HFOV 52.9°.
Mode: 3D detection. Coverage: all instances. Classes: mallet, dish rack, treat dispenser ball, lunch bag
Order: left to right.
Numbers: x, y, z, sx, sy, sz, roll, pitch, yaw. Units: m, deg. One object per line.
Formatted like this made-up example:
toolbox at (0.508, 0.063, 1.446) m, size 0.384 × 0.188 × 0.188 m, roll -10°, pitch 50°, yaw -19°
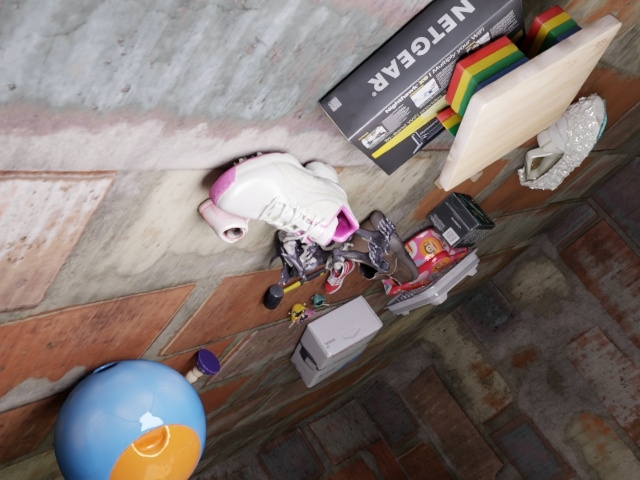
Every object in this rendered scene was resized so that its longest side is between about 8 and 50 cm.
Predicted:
treat dispenser ball at (-0.372, 0.380, 1.273) m, size 0.288 × 0.288 × 0.288 m, roll -31°, pitch 161°, yaw -12°
mallet at (-0.056, 0.102, 1.548) m, size 0.190 × 0.039 × 0.062 m, roll -30°, pitch 159°, yaw -31°
lunch bag at (0.294, 0.070, 1.947) m, size 0.258 × 0.120 × 0.293 m, roll -39°, pitch 164°, yaw 26°
dish rack at (0.385, 0.154, 2.187) m, size 0.286 × 0.072 × 0.333 m, roll -36°, pitch -179°, yaw -28°

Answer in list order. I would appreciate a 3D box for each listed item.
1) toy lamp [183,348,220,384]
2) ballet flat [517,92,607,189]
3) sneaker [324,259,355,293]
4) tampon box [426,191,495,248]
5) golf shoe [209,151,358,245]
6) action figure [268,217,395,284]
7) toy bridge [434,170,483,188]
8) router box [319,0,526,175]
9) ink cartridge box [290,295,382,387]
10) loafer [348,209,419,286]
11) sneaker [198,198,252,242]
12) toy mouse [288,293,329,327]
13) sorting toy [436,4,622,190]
toy lamp at (-0.368, 0.383, 1.612) m, size 0.275 × 0.080 × 0.080 m, roll -41°, pitch 161°, yaw 18°
ballet flat at (0.647, -0.247, 1.771) m, size 0.147 × 0.147 × 0.409 m, roll -31°, pitch 160°, yaw -13°
sneaker at (0.036, 0.096, 1.667) m, size 0.118 × 0.042 × 0.067 m, roll -53°, pitch 159°, yaw 25°
tampon box at (0.393, -0.054, 1.794) m, size 0.101 × 0.120 × 0.161 m, roll -44°, pitch 159°, yaw 23°
golf shoe at (-0.041, -0.059, 1.019) m, size 0.115 × 0.140 × 0.306 m, roll -44°, pitch 158°, yaw 29°
action figure at (0.000, 0.000, 1.225) m, size 0.276 × 0.140 × 0.164 m, roll -3°, pitch -143°, yaw 32°
toy bridge at (0.358, -0.168, 1.608) m, size 0.188 × 0.026 × 0.063 m, roll -15°, pitch 151°, yaw -47°
router box at (0.173, -0.250, 1.008) m, size 0.309 × 0.081 × 0.243 m, roll -39°, pitch 162°, yaw 11°
ink cartridge box at (0.046, 0.339, 2.133) m, size 0.223 × 0.129 × 0.307 m, roll -25°, pitch 159°, yaw -26°
loafer at (0.147, 0.036, 1.610) m, size 0.130 × 0.133 × 0.366 m, roll -33°, pitch 152°, yaw 5°
sneaker at (-0.136, -0.027, 1.037) m, size 0.051 × 0.070 × 0.134 m, roll -43°, pitch 161°, yaw 17°
toy mouse at (-0.033, 0.186, 1.781) m, size 0.143 × 0.031 × 0.161 m, roll -18°, pitch 155°, yaw -41°
sorting toy at (0.293, -0.227, 1.004) m, size 0.257 × 0.089 × 0.255 m, roll -32°, pitch 162°, yaw -13°
